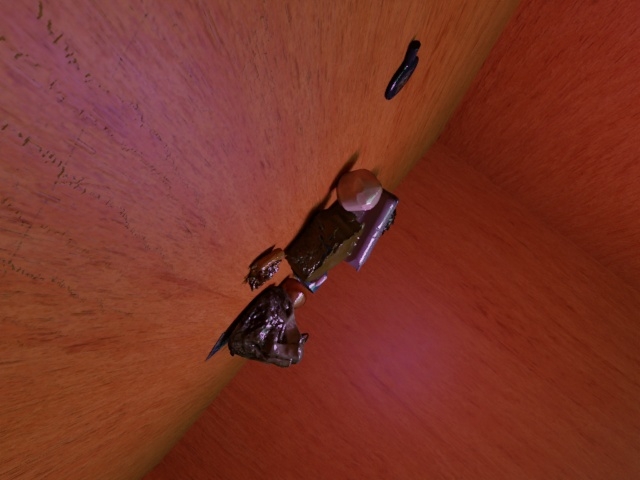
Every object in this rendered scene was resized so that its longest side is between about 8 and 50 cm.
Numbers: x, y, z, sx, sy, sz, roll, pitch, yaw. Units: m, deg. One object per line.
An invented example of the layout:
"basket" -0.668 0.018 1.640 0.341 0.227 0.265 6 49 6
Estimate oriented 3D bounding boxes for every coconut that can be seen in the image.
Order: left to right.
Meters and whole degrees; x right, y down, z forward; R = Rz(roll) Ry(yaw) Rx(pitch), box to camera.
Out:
"coconut" 0.160 -0.195 1.591 0.183 0.170 0.171 -4 -159 32

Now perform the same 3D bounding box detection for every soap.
"soap" 0.247 -0.092 2.264 0.435 0.213 0.350 -62 170 18

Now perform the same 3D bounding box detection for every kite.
"kite" -0.447 0.467 1.989 0.314 0.011 0.335 -48 172 -14

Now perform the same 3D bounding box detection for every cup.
"cup" -0.041 0.189 2.370 0.173 0.167 0.300 -46 -157 -12

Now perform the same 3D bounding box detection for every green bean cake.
"green bean cake" 0.000 0.000 1.701 0.285 0.202 0.310 -30 162 -33

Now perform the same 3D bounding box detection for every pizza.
"pizza" -0.207 0.120 1.476 0.154 0.069 0.194 -41 167 -53

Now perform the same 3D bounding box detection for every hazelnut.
"hazelnut" -0.165 0.297 2.254 0.182 0.182 0.182 -49 172 -9

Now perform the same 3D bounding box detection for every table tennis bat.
"table tennis bat" 0.257 -0.518 1.250 0.150 0.027 0.236 -48 174 -12

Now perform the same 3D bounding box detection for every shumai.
"shumai" -0.218 0.456 1.980 0.395 0.348 0.395 -48 166 -16

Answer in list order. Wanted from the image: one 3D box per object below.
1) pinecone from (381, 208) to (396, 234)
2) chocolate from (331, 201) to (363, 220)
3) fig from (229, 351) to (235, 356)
"pinecone" 0.354 -0.170 2.609 0.296 0.242 0.298 -50 152 11
"chocolate" 0.106 -0.119 1.920 0.214 0.093 0.148 -43 144 -19
"fig" -0.331 0.561 2.214 0.321 0.217 0.217 -5 153 -19
